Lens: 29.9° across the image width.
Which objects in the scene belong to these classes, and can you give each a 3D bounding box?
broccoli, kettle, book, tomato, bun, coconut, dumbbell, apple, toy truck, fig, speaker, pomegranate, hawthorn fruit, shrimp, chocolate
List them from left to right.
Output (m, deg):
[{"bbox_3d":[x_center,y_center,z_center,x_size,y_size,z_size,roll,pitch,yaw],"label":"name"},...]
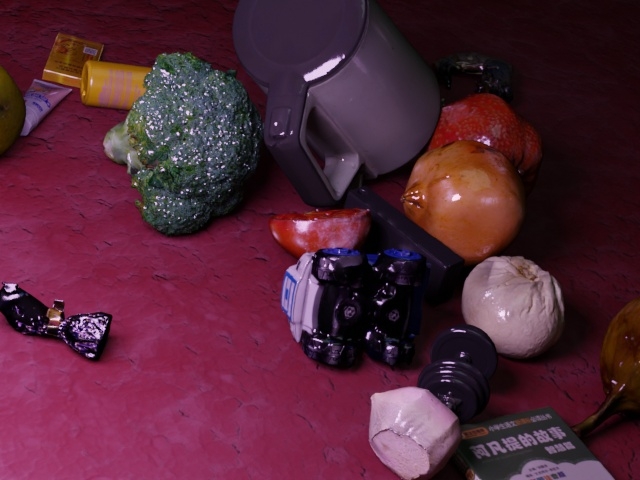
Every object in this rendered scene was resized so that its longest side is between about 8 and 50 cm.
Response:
[{"bbox_3d":[-0.531,-0.202,1.760,0.196,0.196,0.157,33,78,21],"label":"apple"},{"bbox_3d":[-0.338,0.097,1.514,0.147,0.072,0.070,25,29,-2],"label":"chocolate"},{"bbox_3d":[-0.223,-0.137,1.824,0.254,0.269,0.269,51,12,-37],"label":"broccoli"},{"bbox_3d":[0.000,0.000,1.807,0.159,0.091,0.139,-3,5,-22],"label":"tomato"},{"bbox_3d":[0.017,-0.229,1.929,0.250,0.361,0.376,7,-13,22],"label":"kettle"},{"bbox_3d":[0.046,0.075,1.694,0.213,0.161,0.177,2,16,-24],"label":"toy truck"},{"bbox_3d":[0.123,0.005,1.877,0.044,0.082,0.218,-23,51,-40],"label":"speaker"},{"bbox_3d":[0.111,0.237,1.505,0.124,0.110,0.110,37,36,15],"label":"coconut"},{"bbox_3d":[0.188,0.181,1.631,0.099,0.099,0.208,23,32,5],"label":"dumbbell"},{"bbox_3d":[0.229,-0.058,1.921,0.209,0.209,0.209,14,32,-9],"label":"pomegranate"},{"bbox_3d":[0.326,-0.355,2.547,0.178,0.075,0.289,11,33,2],"label":"shrimp"},{"bbox_3d":[0.272,-0.168,2.116,0.205,0.205,0.253,0,36,-28],"label":"hawthorn fruit"},{"bbox_3d":[0.297,0.091,1.815,0.164,0.111,0.188,23,35,12],"label":"bun"},{"bbox_3d":[0.300,0.326,1.540,0.202,0.027,0.264,-6,40,-33],"label":"book"},{"bbox_3d":[0.452,0.174,1.731,0.290,0.191,0.191,-13,42,-16],"label":"fig"}]

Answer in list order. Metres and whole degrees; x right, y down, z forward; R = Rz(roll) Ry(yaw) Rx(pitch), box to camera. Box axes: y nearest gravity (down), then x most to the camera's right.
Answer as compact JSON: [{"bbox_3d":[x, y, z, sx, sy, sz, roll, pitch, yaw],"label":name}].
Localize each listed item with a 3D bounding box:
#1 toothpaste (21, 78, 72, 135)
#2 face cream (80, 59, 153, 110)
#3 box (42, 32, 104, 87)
[{"bbox_3d":[-0.463,-0.223,1.961,0.067,0.043,0.194,14,27,-3],"label":"toothpaste"},{"bbox_3d":[-0.273,-0.258,2.072,0.273,0.078,0.078,4,35,-22],"label":"face cream"},{"bbox_3d":[-0.438,-0.319,2.131,0.089,0.022,0.156,13,32,-12],"label":"box"}]
